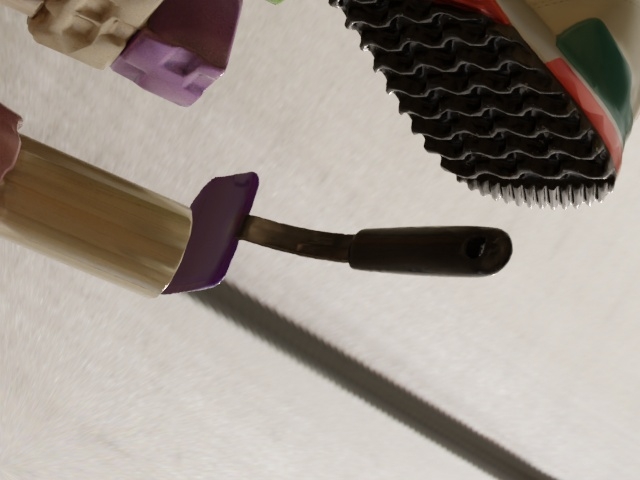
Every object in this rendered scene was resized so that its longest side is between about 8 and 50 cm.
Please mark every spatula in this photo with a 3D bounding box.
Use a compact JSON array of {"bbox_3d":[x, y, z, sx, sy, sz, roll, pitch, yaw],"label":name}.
[{"bbox_3d":[0.000,0.000,0.970,0.030,0.296,0.084,33,-110,-41],"label":"spatula"}]

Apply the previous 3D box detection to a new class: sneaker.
[{"bbox_3d":[0.032,-0.085,0.351,0.161,0.057,0.075,56,-129,-32],"label":"sneaker"}]

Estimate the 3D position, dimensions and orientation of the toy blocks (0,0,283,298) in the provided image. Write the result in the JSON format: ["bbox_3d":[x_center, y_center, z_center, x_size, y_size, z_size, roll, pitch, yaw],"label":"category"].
[{"bbox_3d":[-0.104,-0.186,0.609,0.260,0.288,0.309,23,-126,-20],"label":"toy blocks"}]
